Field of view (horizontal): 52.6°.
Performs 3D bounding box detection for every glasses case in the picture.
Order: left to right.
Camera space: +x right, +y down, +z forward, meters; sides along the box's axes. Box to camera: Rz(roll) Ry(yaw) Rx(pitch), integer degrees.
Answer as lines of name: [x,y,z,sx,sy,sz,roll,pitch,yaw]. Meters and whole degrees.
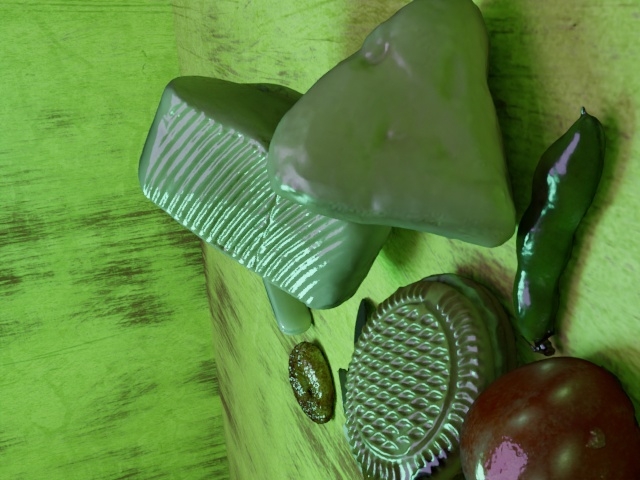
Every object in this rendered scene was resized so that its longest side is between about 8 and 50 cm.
glasses case: [-0.081,0.133,1.522,0.051,0.081,0.204,98,157,-48]

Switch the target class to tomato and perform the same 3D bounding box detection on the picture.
tomato: [0.199,0.190,0.577,0.167,0.167,0.167,170,90,-72]

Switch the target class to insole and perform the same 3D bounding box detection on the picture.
insole: [0.065,0.187,1.017,0.328,0.007,0.111,-87,10,-68]

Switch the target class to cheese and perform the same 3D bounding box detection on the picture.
cheese: [0.069,-0.116,0.667,0.173,0.247,0.251,-7,-85,-74]

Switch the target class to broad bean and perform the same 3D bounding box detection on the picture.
broad bean: [0.212,-0.004,0.597,0.065,0.046,0.255,47,145,49]

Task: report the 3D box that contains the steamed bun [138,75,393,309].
steamed bun: [-0.063,-0.093,0.985,0.383,0.236,0.247,33,128,5]

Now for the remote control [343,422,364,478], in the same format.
remote control: [0.120,0.412,1.034,0.277,0.055,0.103,66,159,16]

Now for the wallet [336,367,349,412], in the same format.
wallet: [0.080,0.295,1.190,0.198,0.031,0.110,167,94,-73]

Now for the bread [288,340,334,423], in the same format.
bread: [-0.023,0.323,1.475,0.193,0.063,0.193,169,90,-69]

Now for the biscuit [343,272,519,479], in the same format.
biscuit: [0.119,0.160,0.758,0.259,0.079,0.259,-35,45,44]

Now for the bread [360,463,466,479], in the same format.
bread: [0.137,0.328,0.885,0.230,0.123,0.230,170,90,-75]
